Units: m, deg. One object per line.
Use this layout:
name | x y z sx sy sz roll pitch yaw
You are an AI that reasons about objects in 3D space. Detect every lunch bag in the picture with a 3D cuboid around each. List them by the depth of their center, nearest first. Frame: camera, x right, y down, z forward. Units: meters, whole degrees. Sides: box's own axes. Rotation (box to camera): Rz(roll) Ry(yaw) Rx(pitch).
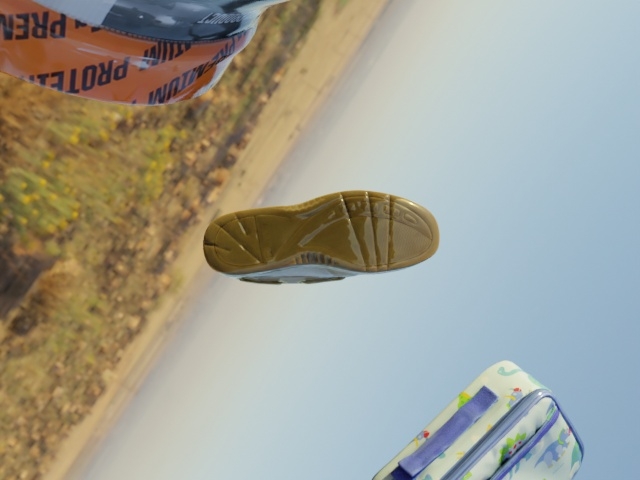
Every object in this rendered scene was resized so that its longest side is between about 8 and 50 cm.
lunch bag | 0.156 0.238 1.063 0.219 0.176 0.090 -41 -137 -11

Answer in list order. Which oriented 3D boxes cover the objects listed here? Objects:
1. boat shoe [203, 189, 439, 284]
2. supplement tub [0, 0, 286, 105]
boat shoe | 0.000 0.000 0.617 0.045 0.135 0.050 114 -26 -78
supplement tub | -0.021 -0.218 0.302 0.338 0.207 0.207 -55 -177 29
